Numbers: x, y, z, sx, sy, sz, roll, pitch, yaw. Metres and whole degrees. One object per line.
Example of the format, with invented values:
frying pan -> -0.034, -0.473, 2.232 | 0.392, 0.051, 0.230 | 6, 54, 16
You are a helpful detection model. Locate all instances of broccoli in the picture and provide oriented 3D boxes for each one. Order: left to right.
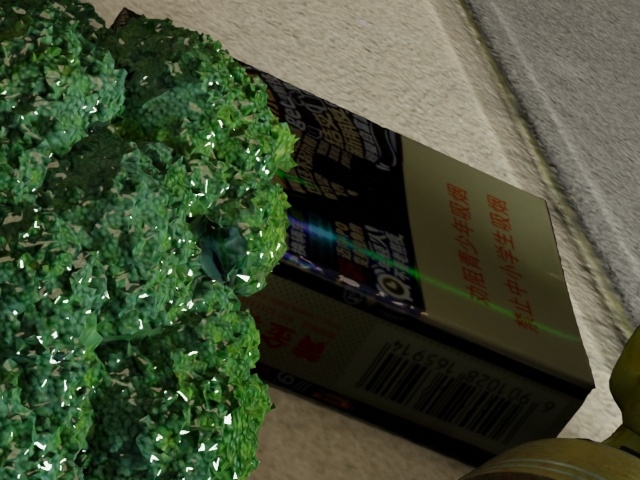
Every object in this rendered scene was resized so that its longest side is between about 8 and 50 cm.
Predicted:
broccoli -> -0.118, 0.034, 0.615 | 0.270, 0.270, 0.270 | 49, 3, 27

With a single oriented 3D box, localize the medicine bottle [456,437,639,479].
medicine bottle -> 0.032, 0.188, 0.587 | 0.151, 0.151, 0.322 | 45, 31, 20

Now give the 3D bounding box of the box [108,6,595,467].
box -> 0.000, 0.000, 0.911 | 0.310, 0.084, 0.198 | 23, 31, -17

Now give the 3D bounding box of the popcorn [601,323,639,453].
popcorn -> 0.241, 0.121, 0.766 | 0.225, 0.276, 0.276 | -14, 51, -33
